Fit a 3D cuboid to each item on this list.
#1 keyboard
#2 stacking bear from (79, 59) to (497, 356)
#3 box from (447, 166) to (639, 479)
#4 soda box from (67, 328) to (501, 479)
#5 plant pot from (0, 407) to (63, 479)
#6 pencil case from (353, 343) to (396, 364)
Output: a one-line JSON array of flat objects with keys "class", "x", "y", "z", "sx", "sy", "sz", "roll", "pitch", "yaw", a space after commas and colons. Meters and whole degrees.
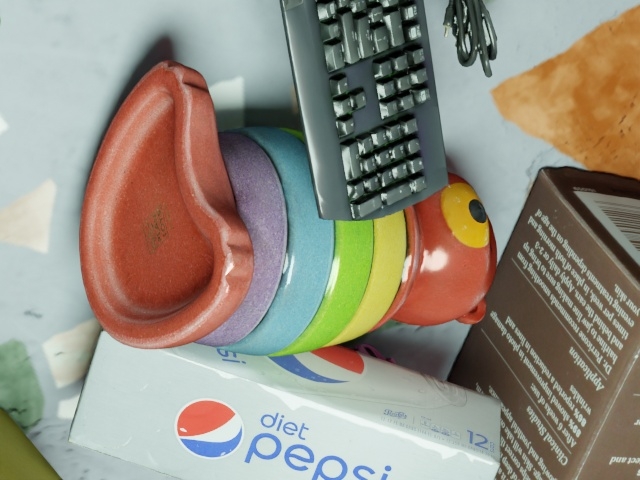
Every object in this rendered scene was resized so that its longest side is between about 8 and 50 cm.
[{"class": "keyboard", "x": 0.044, "y": -0.179, "z": 1.152, "sx": 0.201, "sy": 0.033, "sz": 0.317, "roll": -29, "pitch": 117, "yaw": -44}, {"class": "stacking bear", "x": 0.000, "y": 0.000, "z": 1.252, "sx": 0.289, "sy": 0.175, "sz": 0.164, "roll": 5, "pitch": 148, "yaw": -37}, {"class": "box", "x": 0.190, "y": 0.159, "z": 1.418, "sx": 0.143, "sy": 0.191, "sz": 0.381, "roll": 8, "pitch": 119, "yaw": -28}, {"class": "soda box", "x": -0.022, "y": 0.125, "z": 1.291, "sx": 0.286, "sy": 0.091, "sz": 0.098, "roll": 18, "pitch": 116, "yaw": -3}, {"class": "plant pot", "x": -0.277, "y": 0.194, "z": 1.226, "sx": 0.187, "sy": 0.212, "sz": 0.212, "roll": 21, "pitch": 107, "yaw": -50}, {"class": "pencil case", "x": -0.006, "y": 0.172, "z": 1.407, "sx": 0.095, "sy": 0.098, "sz": 0.209, "roll": 45, "pitch": 101, "yaw": 6}]
